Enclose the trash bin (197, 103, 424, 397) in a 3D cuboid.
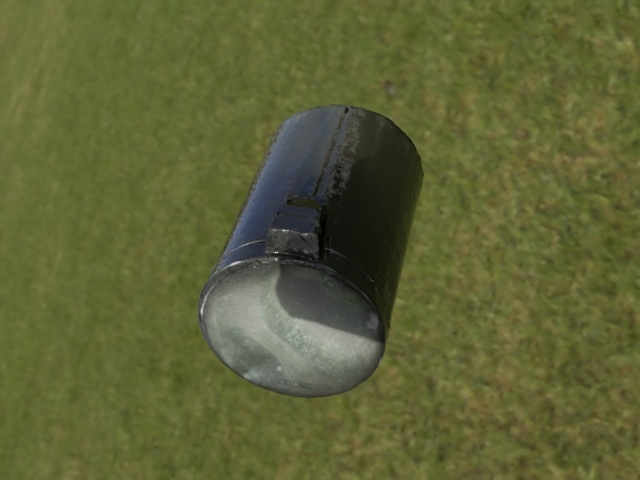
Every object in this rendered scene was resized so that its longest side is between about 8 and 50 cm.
[{"bbox_3d":[0.000,0.000,1.459,0.301,0.203,0.252,-71,-16,-49],"label":"trash bin"}]
